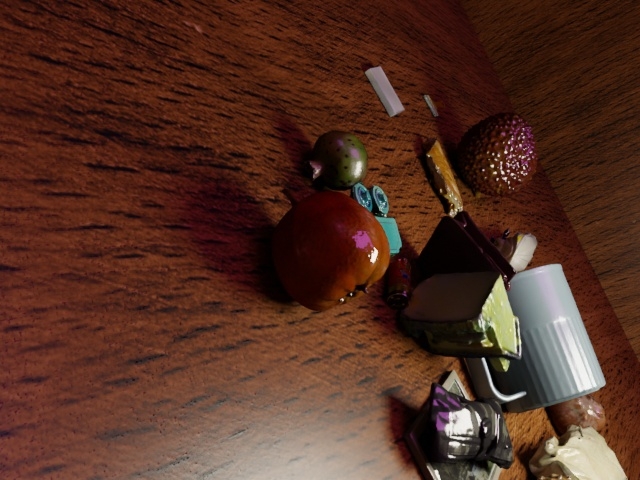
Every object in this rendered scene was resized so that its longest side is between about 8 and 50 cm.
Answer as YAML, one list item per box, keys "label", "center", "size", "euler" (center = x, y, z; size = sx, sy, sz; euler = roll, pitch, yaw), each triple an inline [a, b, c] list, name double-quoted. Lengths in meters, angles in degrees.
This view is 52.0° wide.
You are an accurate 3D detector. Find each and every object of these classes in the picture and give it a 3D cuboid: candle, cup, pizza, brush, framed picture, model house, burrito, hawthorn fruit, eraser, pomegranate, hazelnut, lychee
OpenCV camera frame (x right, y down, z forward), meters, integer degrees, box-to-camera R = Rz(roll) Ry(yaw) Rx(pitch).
- label: "candle"
  center: [0.167, 0.084, 1.393]
  size: [0.052, 0.052, 0.131]
  euler: [46, 32, -26]
- label: "cup"
  center: [0.513, 0.245, 1.602]
  size: [0.331, 0.257, 0.311]
  euler: [9, 59, -58]
- label: "pizza"
  center: [0.359, -0.193, 1.945]
  size: [0.134, 0.056, 0.271]
  euler: [4, 63, -60]
- label: "brush"
  center: [0.414, -0.483, 2.339]
  size: [0.083, 0.011, 0.205]
  euler: [61, 28, 1]
- label: "framed picture"
  center: [0.275, 0.420, 1.306]
  size: [0.240, 0.020, 0.324]
  euler: [63, 28, 3]
- label: "model house"
  center: [0.297, 0.195, 1.374]
  size: [0.170, 0.194, 0.211]
  euler: [-53, 126, -42]
- label: "burrito"
  center: [0.622, 0.567, 1.622]
  size: [0.332, 0.135, 0.190]
  euler: [7, 50, -53]
- label: "hawthorn fruit"
  center: [0.000, 0.000, 1.070]
  size: [0.196, 0.196, 0.225]
  euler: [6, 45, -57]
- label: "eraser"
  center: [0.189, -0.436, 1.915]
  size: [0.150, 0.023, 0.104]
  euler: [60, 29, -4]
- label: "pomegranate"
  center: [0.034, -0.159, 1.335]
  size: [0.130, 0.130, 0.130]
  euler: [39, 36, -36]
- label: "hazelnut"
  center: [0.721, 0.483, 1.851]
  size: [0.154, 0.143, 0.143]
  euler: [46, 27, 9]
- label: "lychee"
  center: [0.580, -0.278, 2.173]
  size: [0.275, 0.304, 0.276]
  euler: [21, 22, -9]

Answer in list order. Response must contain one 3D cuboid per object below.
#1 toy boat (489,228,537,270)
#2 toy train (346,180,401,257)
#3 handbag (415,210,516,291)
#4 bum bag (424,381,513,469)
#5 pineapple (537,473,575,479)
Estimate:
- label: "toy boat"
  center: [0.618, 0.028, 2.100]
  size: [0.269, 0.141, 0.141]
  euler: [7, 59, -57]
- label: "toy train"
  center: [0.078, -0.028, 1.296]
  size: [0.198, 0.107, 0.154]
  euler: [0, 72, -59]
- label: "handbag"
  center: [0.327, 0.064, 1.473]
  size: [0.074, 0.203, 0.216]
  euler: [-21, 59, -29]
- label: "bum bag"
  center: [0.298, 0.364, 1.277]
  size: [0.340, 0.095, 0.144]
  euler: [25, 59, -46]
- label: "pineapple"
  center: [0.451, 0.565, 1.363]
  size: [0.278, 0.158, 0.158]
  euler: [16, 51, -37]
